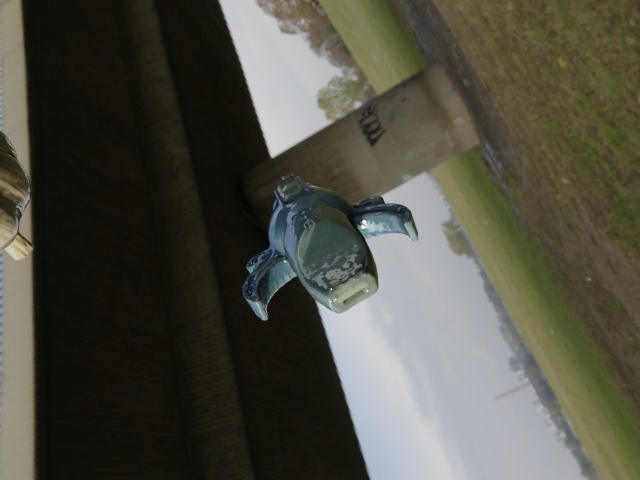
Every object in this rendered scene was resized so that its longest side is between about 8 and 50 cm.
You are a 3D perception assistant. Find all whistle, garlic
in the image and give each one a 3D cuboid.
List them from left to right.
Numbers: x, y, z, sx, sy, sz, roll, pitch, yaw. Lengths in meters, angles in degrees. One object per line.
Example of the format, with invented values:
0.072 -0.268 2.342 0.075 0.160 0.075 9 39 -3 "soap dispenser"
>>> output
-0.466 -0.040 0.784 0.212 0.219 0.218 56 -169 -63 "garlic"
0.000 0.000 0.606 0.093 0.180 0.269 64 179 -26 "whistle"
